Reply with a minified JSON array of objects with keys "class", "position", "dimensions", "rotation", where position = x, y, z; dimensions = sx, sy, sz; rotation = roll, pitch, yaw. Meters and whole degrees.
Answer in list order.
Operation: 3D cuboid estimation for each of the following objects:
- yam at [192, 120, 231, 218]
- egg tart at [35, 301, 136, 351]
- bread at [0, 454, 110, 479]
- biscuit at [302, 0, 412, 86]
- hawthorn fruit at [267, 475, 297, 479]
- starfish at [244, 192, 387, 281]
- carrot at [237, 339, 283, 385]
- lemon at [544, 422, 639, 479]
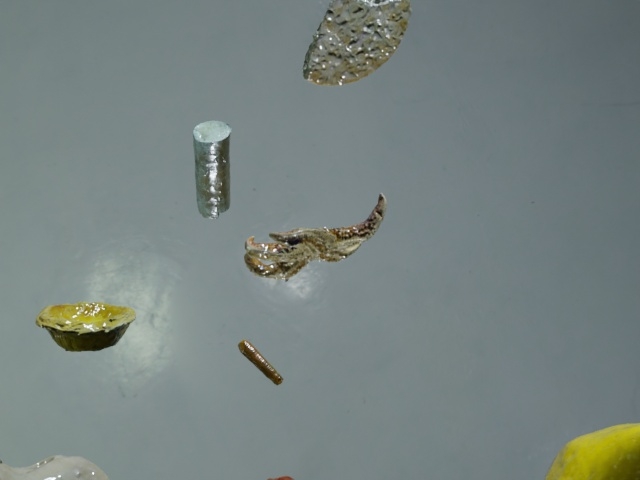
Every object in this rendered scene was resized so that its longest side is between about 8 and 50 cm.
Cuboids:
[{"class":"yam","position":[-0.269,-0.171,1.652],"dimensions":[0.093,0.093,0.259],"rotation":[18,134,12]},{"class":"egg tart","position":[-0.244,0.091,0.693],"dimensions":[0.105,0.105,0.039],"rotation":[5,97,13]},{"class":"bread","position":[-0.287,0.284,0.592],"dimensions":[0.102,0.338,0.183],"rotation":[-11,66,49]},{"class":"biscuit","position":[0.069,-0.418,1.344],"dimensions":[0.266,0.188,0.040],"rotation":[-33,41,5]},{"class":"hawthorn fruit","position":[-0.082,0.593,1.397],"dimensions":[0.179,0.173,0.173],"rotation":[45,101,1]},{"class":"starfish","position":[0.001,0.002,0.998],"dimensions":[0.216,0.238,0.071],"rotation":[-25,80,29]},{"class":"carrot","position":[-0.174,0.356,1.918],"dimensions":[0.171,0.042,0.042],"rotation":[43,101,10]},{"class":"lemon","position":[0.334,0.288,0.612],"dimensions":[0.288,0.234,0.233],"rotation":[10,95,43]}]
